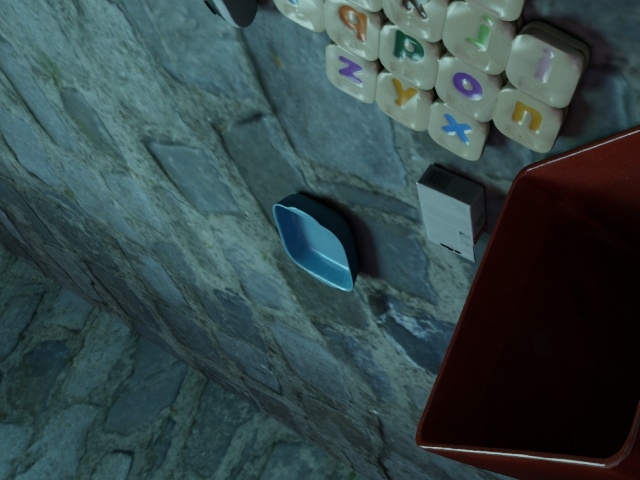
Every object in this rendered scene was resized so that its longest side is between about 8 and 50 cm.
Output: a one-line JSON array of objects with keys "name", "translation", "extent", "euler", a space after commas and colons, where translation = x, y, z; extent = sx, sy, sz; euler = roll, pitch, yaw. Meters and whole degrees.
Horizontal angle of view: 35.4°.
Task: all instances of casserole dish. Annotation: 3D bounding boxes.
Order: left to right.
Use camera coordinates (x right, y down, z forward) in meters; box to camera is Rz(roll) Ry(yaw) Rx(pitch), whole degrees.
[{"name": "casserole dish", "translation": [0.000, 0.000, 1.308], "extent": [0.114, 0.037, 0.188], "euler": [28, 157, 23]}]

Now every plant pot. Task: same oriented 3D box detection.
[{"name": "plant pot", "translation": [0.271, 0.088, 0.769], "extent": [0.236, 0.267, 0.267], "euler": [30, 162, -16]}]

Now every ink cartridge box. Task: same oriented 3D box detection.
[{"name": "ink cartridge box", "translation": [0.138, -0.026, 1.035], "extent": [0.063, 0.029, 0.115], "euler": [27, 158, 25]}]

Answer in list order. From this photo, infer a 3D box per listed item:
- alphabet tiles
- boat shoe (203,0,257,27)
[{"name": "alphabet tiles", "translation": [0.079, -0.175, 0.820], "extent": [0.284, 0.021, 0.278], "euler": [31, 160, 15]}, {"name": "boat shoe", "translation": [-0.103, -0.250, 0.916], "extent": [0.040, 0.049, 0.142], "euler": [24, 158, 32]}]
